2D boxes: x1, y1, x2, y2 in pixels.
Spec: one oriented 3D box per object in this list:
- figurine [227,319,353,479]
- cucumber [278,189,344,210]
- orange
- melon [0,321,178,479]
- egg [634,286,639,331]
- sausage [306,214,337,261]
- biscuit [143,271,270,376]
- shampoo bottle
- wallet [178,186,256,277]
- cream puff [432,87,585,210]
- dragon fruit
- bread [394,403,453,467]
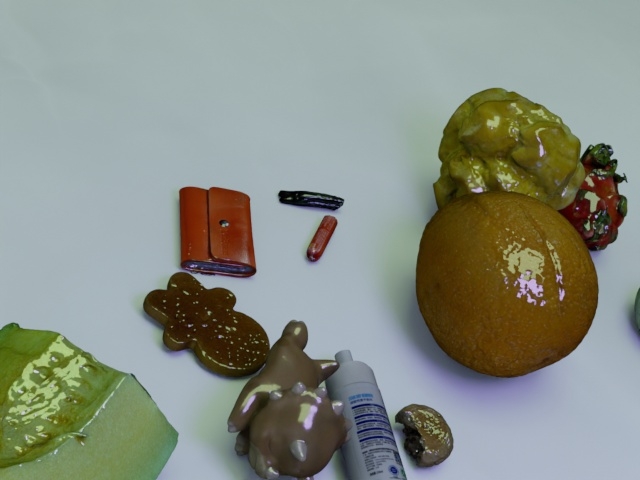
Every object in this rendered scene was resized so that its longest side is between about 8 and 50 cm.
[{"bbox_3d":[-0.028,0.271,1.722,0.173,0.177,0.247,13,30,19],"label":"figurine"},{"bbox_3d":[-0.019,-0.084,2.219,0.135,0.034,0.033,9,47,-14],"label":"cucumber"},{"bbox_3d":[0.329,0.070,1.988,0.322,0.322,0.357,-4,50,-27],"label":"orange"},{"bbox_3d":[-0.409,0.294,1.519,0.331,0.226,0.343,38,56,2],"label":"melon"},{"bbox_3d":[0.705,0.146,2.204,0.141,0.141,0.182,4,35,-20],"label":"egg"},{"bbox_3d":[0.000,0.000,2.136,0.034,0.034,0.129,24,42,3],"label":"sausage"},{"bbox_3d":[-0.193,0.149,1.888,0.236,0.039,0.180,36,41,16],"label":"biscuit"},{"bbox_3d":[0.068,0.303,1.794,0.092,0.092,0.303,3,44,-21],"label":"shampoo bottle"},{"bbox_3d":[-0.196,-0.020,2.065,0.142,0.045,0.204,8,43,-16],"label":"wallet"},{"bbox_3d":[0.357,-0.127,2.213,0.291,0.324,0.257,44,68,-17],"label":"cream puff"},{"bbox_3d":[0.590,-0.103,2.366,0.198,0.200,0.269,46,75,-28],"label":"dragon fruit"},{"bbox_3d":[0.178,0.330,1.835,0.082,0.060,0.113,-3,48,-25],"label":"bread"}]
